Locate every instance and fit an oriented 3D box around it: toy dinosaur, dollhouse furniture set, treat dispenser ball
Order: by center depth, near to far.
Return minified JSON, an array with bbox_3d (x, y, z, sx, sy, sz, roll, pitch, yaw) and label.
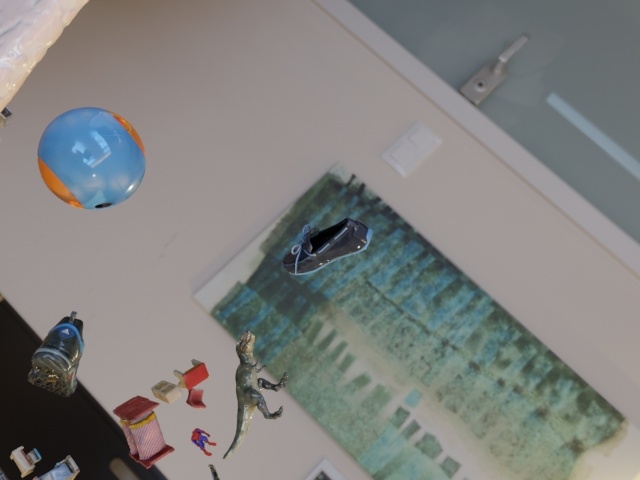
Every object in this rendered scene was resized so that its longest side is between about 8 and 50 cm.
[{"bbox_3d":[-0.136,0.333,1.300,0.064,0.118,0.268,89,5,-71],"label":"toy dinosaur"},{"bbox_3d":[-0.639,-0.229,1.696,0.288,0.288,0.288,-45,170,-10],"label":"treat dispenser ball"},{"bbox_3d":[-0.925,0.749,2.023,0.129,0.183,0.129,-29,167,-43],"label":"dollhouse furniture set"},{"bbox_3d":[-0.541,0.622,2.204,0.152,0.201,0.374,2,-156,46],"label":"dollhouse furniture set"}]

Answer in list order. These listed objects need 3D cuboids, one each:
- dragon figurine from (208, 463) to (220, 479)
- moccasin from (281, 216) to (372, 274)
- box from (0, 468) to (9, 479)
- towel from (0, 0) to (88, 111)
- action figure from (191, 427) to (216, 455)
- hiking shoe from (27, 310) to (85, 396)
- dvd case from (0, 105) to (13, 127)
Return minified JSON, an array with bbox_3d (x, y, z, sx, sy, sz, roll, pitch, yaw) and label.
[{"bbox_3d":[-0.202,0.636,1.343,0.085,0.144,0.289,-7,108,-59],"label":"dragon figurine"},{"bbox_3d":[0.000,0.000,1.839,0.342,0.117,0.137,-27,-142,34],"label":"moccasin"},{"bbox_3d":[-0.462,0.341,0.842,0.018,0.083,0.067,-16,136,-53],"label":"box"},{"bbox_3d":[-0.471,-0.246,0.760,0.331,0.317,0.053,-58,151,-10],"label":"towel"},{"bbox_3d":[-0.271,0.458,1.381,0.115,0.030,0.038,10,-103,57],"label":"action figure"},{"bbox_3d":[-0.604,0.279,1.422,0.304,0.113,0.132,-43,-158,53],"label":"hiking shoe"},{"bbox_3d":[-0.894,-0.403,1.552,0.029,0.238,0.179,-45,-158,-21],"label":"dvd case"}]
